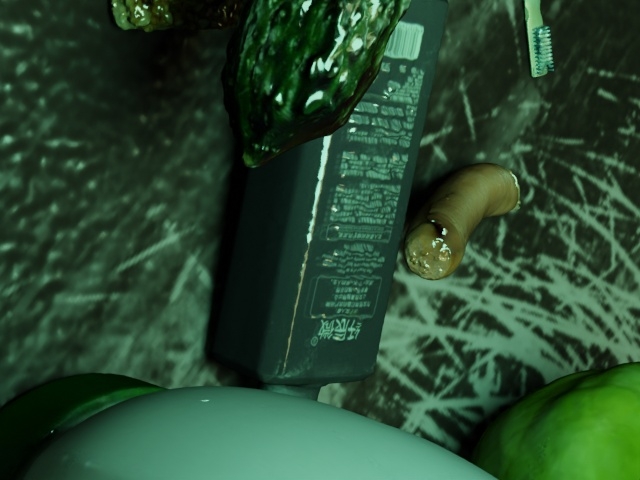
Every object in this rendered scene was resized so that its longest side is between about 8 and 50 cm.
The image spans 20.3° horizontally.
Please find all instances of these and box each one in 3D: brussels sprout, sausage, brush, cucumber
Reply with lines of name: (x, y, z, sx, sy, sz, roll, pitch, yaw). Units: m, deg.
brussels sprout: (0.215, 0.189, 1.221, 0.271, 0.210, 0.219, -18, 87, -52)
sausage: (0.091, -0.017, 1.142, 0.040, 0.047, 0.177, -65, 170, 24)
brush: (0.148, -0.154, 1.231, 0.016, 0.013, 0.084, -22, 110, -38)
cucumber: (0.030, -0.204, 0.953, 0.096, 0.096, 0.359, 28, 73, -43)

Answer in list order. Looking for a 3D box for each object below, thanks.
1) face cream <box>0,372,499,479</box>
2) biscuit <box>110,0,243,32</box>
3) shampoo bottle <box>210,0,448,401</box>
face cream: (-0.020, 0.197, 0.882, 0.312, 0.357, 0.219, 42, 68, -40)
biscuit: (-0.028, -0.187, 1.047, 0.231, 0.025, 0.131, -10, 103, -43)
shampoo bottle: (-0.001, 0.000, 1.061, 0.098, 0.071, 0.310, 3, 101, -49)
